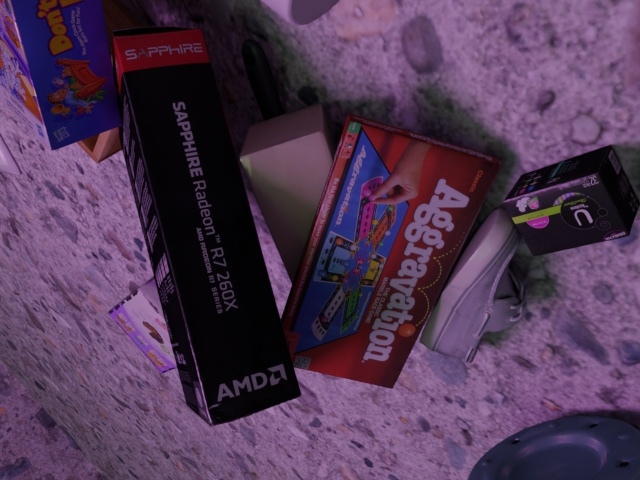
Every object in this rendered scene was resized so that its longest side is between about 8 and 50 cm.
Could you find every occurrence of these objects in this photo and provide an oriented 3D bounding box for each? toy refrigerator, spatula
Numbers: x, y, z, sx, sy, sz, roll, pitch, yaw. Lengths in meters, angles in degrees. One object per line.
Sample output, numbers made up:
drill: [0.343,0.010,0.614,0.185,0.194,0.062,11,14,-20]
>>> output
toy refrigerator: [0.000,0.000,0.629,0.094,0.102,0.269,-17,118,8]
spatula: [-0.046,-0.091,0.671,0.084,0.030,0.296,16,133,34]

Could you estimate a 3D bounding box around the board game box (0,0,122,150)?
board game box: [-0.337,-0.277,0.554,0.347,0.078,0.233,38,142,26]

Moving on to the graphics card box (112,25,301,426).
graphics card box: [-0.138,-0.003,0.615,0.233,0.094,0.370,147,109,-68]

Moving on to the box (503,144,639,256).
box: [0.212,-0.032,0.483,0.083,0.052,0.062,-20,109,47]

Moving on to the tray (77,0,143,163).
tray: [-0.385,-0.316,0.734,0.411,0.076,0.203,47,141,-4]

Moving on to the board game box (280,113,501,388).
board game box: [0.053,0.027,0.571,0.145,0.027,0.281,14,118,-9]

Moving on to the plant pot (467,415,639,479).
plant pot: [0.278,0.326,0.571,0.293,0.293,0.235,-23,93,49]

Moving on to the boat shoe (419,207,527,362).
boat shoe: [0.170,0.056,0.586,0.081,0.079,0.227,26,144,12]

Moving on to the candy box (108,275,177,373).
candy box: [-0.296,0.156,1.073,0.164,0.070,0.196,52,141,-8]

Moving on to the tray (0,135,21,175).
tray: [-0.685,-0.243,1.090,0.145,0.030,0.270,10,130,34]

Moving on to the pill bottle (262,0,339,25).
pill bottle: [-0.083,-0.303,0.414,0.283,0.160,0.160,42,141,3]
